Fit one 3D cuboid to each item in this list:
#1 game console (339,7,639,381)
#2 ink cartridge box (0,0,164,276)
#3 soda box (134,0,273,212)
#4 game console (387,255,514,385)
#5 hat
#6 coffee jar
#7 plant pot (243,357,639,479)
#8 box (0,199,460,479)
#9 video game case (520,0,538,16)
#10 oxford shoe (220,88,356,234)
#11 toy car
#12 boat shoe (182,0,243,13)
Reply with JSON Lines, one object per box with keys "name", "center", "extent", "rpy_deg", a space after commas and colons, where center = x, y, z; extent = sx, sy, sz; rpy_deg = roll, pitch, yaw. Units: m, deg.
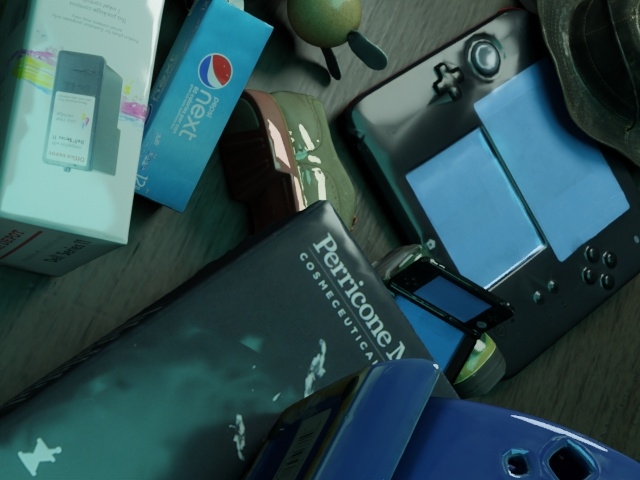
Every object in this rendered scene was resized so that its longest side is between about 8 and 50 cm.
{"name": "game console", "center": [0.237, -0.069, 1.376], "extent": [0.342, 0.060, 0.386], "rpy_deg": [-34, 98, -31]}
{"name": "ink cartridge box", "center": [-0.246, -0.089, 1.007], "extent": [0.119, 0.207, 0.353], "rpy_deg": [14, 74, -26]}
{"name": "soda box", "center": [-0.132, -0.140, 1.120], "extent": [0.071, 0.067, 0.210], "rpy_deg": [25, 94, -25]}
{"name": "game console", "center": [0.124, 0.088, 1.168], "extent": [0.122, 0.107, 0.071], "rpy_deg": [30, 55, -15]}
{"name": "hat", "center": [0.434, -0.255, 1.445], "extent": [0.331, 0.134, 0.331], "rpy_deg": [18, 62, -37]}
{"name": "coffee jar", "center": [0.128, 0.097, 1.255], "extent": [0.079, 0.096, 0.184], "rpy_deg": [-42, 102, -23]}
{"name": "plant pot", "center": [0.051, 0.220, 0.750], "extent": [0.212, 0.236, 0.236], "rpy_deg": [35, 62, -8]}
{"name": "box", "center": [-0.090, 0.305, 0.952], "extent": [0.472, 0.297, 0.479], "rpy_deg": [-36, 94, -32]}
{"name": "video game case", "center": [0.313, -0.390, 1.507], "extent": [0.201, 0.023, 0.183], "rpy_deg": [47, 61, -13]}
{"name": "oxford shoe", "center": [0.000, 0.000, 1.188], "extent": [0.130, 0.123, 0.348], "rpy_deg": [-11, 87, -37]}
{"name": "toy car", "center": [0.014, -0.274, 1.239], "extent": [0.149, 0.155, 0.188], "rpy_deg": [-33, 107, -31]}
{"name": "boat shoe", "center": [-0.131, -0.284, 1.197], "extent": [0.070, 0.078, 0.219], "rpy_deg": [5, 71, -29]}
